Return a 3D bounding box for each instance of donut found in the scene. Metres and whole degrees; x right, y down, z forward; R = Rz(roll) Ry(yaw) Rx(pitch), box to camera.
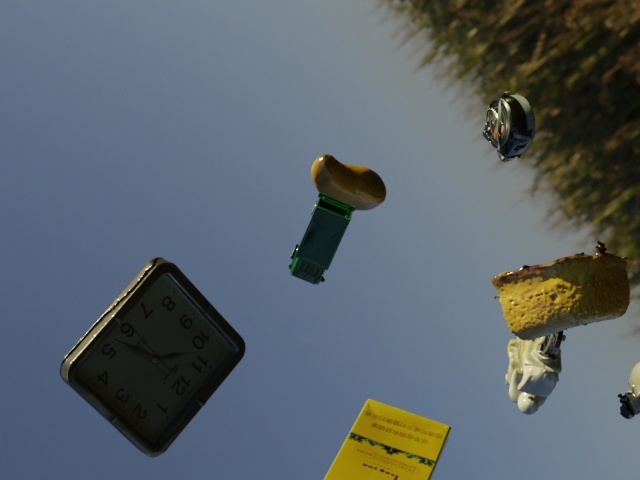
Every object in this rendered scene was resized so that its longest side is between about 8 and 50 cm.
[{"bbox_3d":[0.257,0.060,1.223,0.181,0.146,0.078,48,-151,-75],"label":"donut"}]

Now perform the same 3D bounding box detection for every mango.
[{"bbox_3d":[0.053,-0.108,2.288,0.190,0.098,0.075,22,-150,-40],"label":"mango"}]

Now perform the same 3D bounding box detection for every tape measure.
[{"bbox_3d":[0.280,-0.170,1.741,0.054,0.094,0.091,-7,-132,-20],"label":"tape measure"}]

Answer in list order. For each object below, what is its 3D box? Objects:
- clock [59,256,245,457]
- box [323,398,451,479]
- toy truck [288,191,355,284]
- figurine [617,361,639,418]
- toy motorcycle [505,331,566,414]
[{"bbox_3d":[-0.291,0.205,2.058,0.049,0.273,0.279,19,153,50],"label":"clock"},{"bbox_3d":[0.102,0.366,1.884,0.153,0.041,0.279,17,-148,13],"label":"box"},{"bbox_3d":[0.000,0.000,1.868,0.065,0.147,0.079,23,-151,-3],"label":"toy truck"},{"bbox_3d":[0.537,0.212,1.773,0.126,0.192,0.147,61,-171,21],"label":"figurine"},{"bbox_3d":[0.317,0.186,1.743,0.074,0.151,0.229,12,168,-3],"label":"toy motorcycle"}]
